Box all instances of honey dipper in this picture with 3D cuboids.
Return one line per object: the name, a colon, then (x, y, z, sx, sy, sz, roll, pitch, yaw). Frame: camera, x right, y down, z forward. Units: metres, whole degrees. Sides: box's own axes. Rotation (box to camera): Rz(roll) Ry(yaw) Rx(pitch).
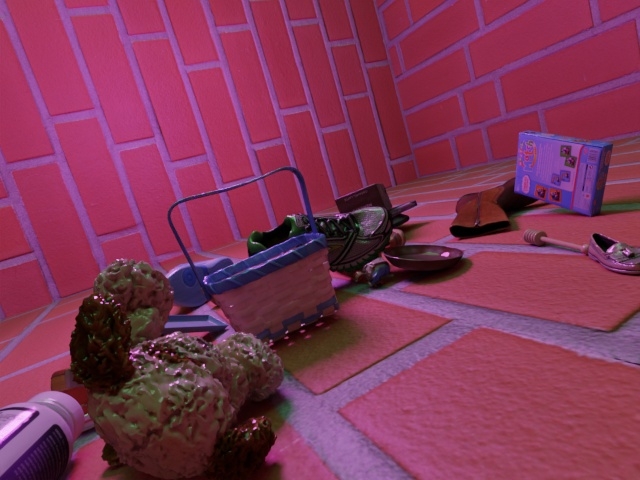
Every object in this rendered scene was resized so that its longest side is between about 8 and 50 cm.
honey dipper: (0.444, 0.002, 0.757, 0.030, 0.031, 0.160, -17, 10, -6)

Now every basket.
basket: (-0.112, 0.032, 0.739, 0.254, 0.289, 0.201, -20, 11, -19)

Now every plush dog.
plush dog: (-0.166, 0.158, 0.418, 0.211, 0.262, 0.225, -56, 14, -20)

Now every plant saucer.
plant saucer: (0.218, 0.037, 0.865, 0.168, 0.029, 0.168, -1, 9, 0)
plant saucer: (-0.275, 0.167, 0.805, 0.067, 0.018, 0.192, 17, 0, 32)

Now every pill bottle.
pill bottle: (-0.341, 0.245, 0.429, 0.108, 0.108, 0.193, -17, 8, -1)

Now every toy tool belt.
toy tool belt: (0.116, 0.073, 0.855, 0.083, 0.052, 0.051, -27, 57, -31)

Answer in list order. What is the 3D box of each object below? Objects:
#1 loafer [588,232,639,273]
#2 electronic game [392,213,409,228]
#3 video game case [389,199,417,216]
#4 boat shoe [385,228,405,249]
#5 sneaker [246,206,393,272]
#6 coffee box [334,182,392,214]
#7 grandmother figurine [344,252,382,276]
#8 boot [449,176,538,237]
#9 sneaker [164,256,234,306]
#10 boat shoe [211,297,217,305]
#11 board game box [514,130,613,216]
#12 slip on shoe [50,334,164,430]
loafer: (0.447, 0.017, 0.614, 0.045, 0.039, 0.125, -14, 9, 9)
electronic game: (0.201, -0.039, 1.407, 0.229, 0.048, 0.229, -22, 2, 1)
video game case: (0.175, -0.067, 1.386, 0.274, 0.026, 0.196, -23, 3, -34)
boat shoe: (0.168, -0.003, 1.190, 0.060, 0.064, 0.178, -20, 11, -33)
sneaker: (0.000, 0.000, 0.905, 0.343, 0.146, 0.134, -20, 48, -1)
coffee box: (0.149, -0.121, 1.335, 0.141, 0.098, 0.246, -22, 3, 17)
grandmother figurine: (0.052, 0.021, 1.148, 0.207, 0.104, 0.342, -16, 10, -19)
boot: (0.493, -0.097, 1.093, 0.264, 0.096, 0.280, -6, 16, 23)
sneaker: (-0.424, 0.137, 1.235, 0.208, 0.127, 0.319, -11, 1, 23)
boat shoe: (-0.171, 0.098, 1.074, 0.277, 0.098, 0.096, -14, 10, 22)
board game box: (0.562, -0.165, 0.955, 0.039, 0.160, 0.211, -19, 28, -19)
slip on shoe: (-0.339, 0.203, 0.723, 0.123, 0.101, 0.331, -17, 7, 11)
